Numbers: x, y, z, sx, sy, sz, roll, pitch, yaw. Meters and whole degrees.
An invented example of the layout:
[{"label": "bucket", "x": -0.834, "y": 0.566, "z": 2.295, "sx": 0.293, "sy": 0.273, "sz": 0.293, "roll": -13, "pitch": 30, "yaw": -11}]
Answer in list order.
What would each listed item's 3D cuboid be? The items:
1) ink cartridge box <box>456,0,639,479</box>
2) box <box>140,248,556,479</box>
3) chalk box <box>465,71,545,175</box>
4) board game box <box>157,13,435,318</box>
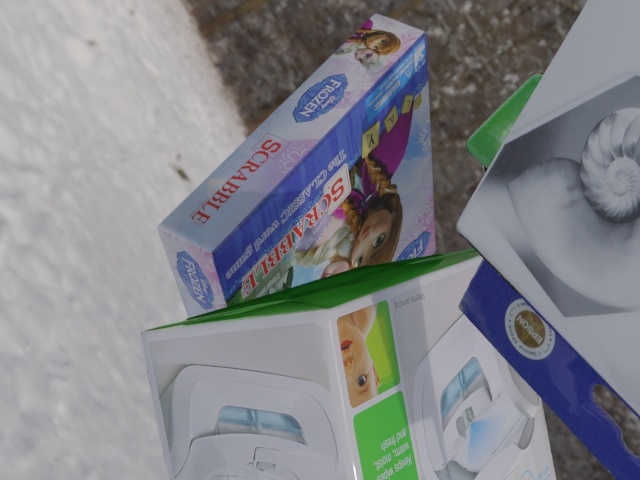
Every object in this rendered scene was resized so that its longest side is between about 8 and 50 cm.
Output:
[{"label": "ink cartridge box", "x": 0.151, "y": 0.028, "z": 0.399, "sx": 0.223, "sy": 0.045, "sz": 0.224, "roll": 48, "pitch": -46, "yaw": 29}, {"label": "box", "x": 0.035, "y": 0.136, "z": 0.643, "sx": 0.262, "sy": 0.126, "sz": 0.231, "roll": -12, "pitch": 91, "yaw": -59}, {"label": "chalk box", "x": 0.255, "y": -0.028, "z": 0.870, "sx": 0.289, "sy": 0.180, "sz": 0.179, "roll": 26, "pitch": 39, "yaw": -24}, {"label": "board game box", "x": 0.000, "y": 0.000, "z": 1.042, "sx": 0.066, "sy": 0.319, "sz": 0.318, "roll": 26, "pitch": -32, "yaw": 27}]
